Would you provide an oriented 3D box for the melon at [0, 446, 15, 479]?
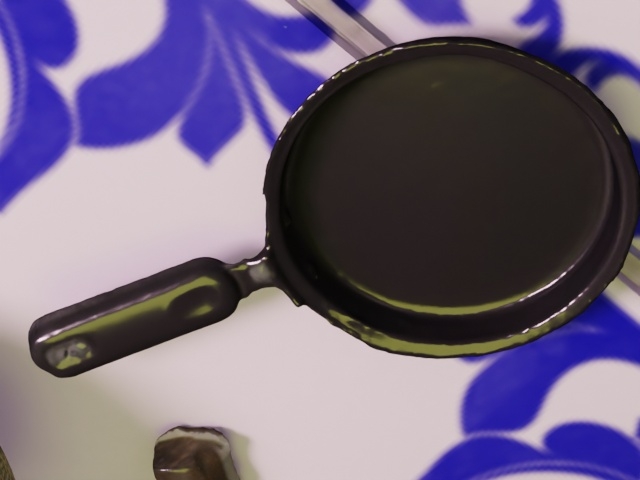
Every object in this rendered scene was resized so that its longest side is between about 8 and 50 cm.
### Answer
[{"bbox_3d":[-0.192,0.103,0.625,0.192,0.139,0.139,25,121,-14],"label":"melon"}]

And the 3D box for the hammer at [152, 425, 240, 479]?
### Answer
[{"bbox_3d":[-0.020,0.201,0.752,0.125,0.027,0.297,-12,123,4],"label":"hammer"}]

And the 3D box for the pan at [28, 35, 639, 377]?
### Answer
[{"bbox_3d":[0.000,0.000,0.615,0.235,0.028,0.136,-19,120,10],"label":"pan"}]
